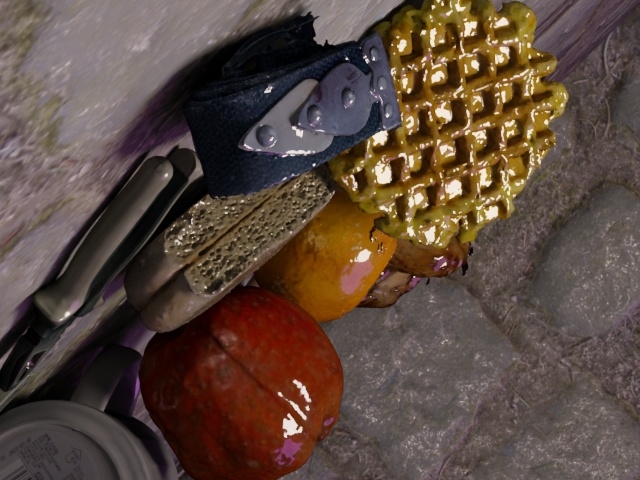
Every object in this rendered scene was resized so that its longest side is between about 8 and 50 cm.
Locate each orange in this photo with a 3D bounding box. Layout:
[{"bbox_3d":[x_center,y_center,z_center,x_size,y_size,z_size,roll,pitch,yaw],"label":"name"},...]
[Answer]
[{"bbox_3d":[0.002,-0.001,1.665,0.219,0.193,0.219,-44,-160,21],"label":"orange"}]

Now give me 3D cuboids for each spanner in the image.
[{"bbox_3d":[-0.229,0.035,1.223,0.325,0.040,0.095,-49,170,21],"label":"spanner"}]

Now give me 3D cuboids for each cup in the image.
[{"bbox_3d":[-0.299,0.285,1.569,0.327,0.237,0.323,84,22,-80],"label":"cup"}]

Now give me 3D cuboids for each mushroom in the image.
[{"bbox_3d":[0.103,-0.007,1.981,0.195,0.283,0.263,-114,-141,-56],"label":"mushroom"}]

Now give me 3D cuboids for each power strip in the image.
[{"bbox_3d":[-0.346,0.166,1.379,0.083,0.017,0.027,-45,174,7],"label":"power strip"}]

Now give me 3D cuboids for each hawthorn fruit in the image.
[{"bbox_3d":[-0.102,0.186,1.567,0.262,0.258,0.258,28,112,-38],"label":"hawthorn fruit"}]

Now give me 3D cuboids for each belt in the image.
[{"bbox_3d":[-0.036,-0.127,1.127,0.122,0.128,0.218,-3,-160,38],"label":"belt"}]

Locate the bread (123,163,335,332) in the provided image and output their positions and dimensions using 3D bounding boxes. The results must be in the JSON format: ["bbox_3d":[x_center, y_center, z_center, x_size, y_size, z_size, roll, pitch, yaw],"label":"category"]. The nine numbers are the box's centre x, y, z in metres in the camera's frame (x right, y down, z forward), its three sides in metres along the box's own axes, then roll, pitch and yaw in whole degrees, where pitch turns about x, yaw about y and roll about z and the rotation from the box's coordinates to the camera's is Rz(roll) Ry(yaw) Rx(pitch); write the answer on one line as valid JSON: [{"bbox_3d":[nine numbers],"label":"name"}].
[{"bbox_3d":[-0.116,0.009,1.398,0.183,0.102,0.337,-46,178,39],"label":"bread"}]

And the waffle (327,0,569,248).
[{"bbox_3d":[0.155,-0.149,1.494,0.068,0.302,0.325,21,-98,58],"label":"waffle"}]

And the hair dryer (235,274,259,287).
[{"bbox_3d":[-0.089,0.059,2.018,0.182,0.064,0.117,-51,172,5],"label":"hair dryer"}]
